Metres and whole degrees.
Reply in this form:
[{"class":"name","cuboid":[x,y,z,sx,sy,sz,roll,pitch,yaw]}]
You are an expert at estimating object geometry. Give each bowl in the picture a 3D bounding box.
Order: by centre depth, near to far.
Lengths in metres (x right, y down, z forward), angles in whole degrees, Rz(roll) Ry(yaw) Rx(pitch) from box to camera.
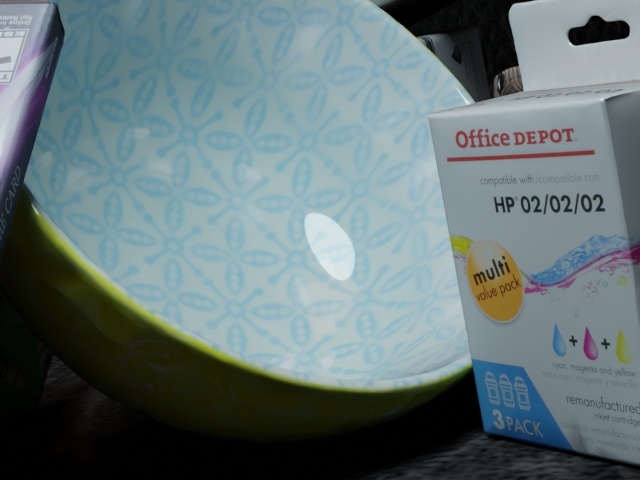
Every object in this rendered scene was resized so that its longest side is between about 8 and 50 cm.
[{"class":"bowl","cuboid":[-0.056,-0.007,0.674,0.289,0.289,0.156,-19,-25,-44]}]

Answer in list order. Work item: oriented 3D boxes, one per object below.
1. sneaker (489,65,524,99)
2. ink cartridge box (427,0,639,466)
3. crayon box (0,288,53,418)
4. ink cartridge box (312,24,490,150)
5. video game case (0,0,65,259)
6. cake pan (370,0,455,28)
[{"class":"sneaker","cuboid":[0.245,-0.084,1.111,0.153,0.094,0.235,14,-5,-29]},{"class":"ink cartridge box","cuboid":[0.105,-0.008,0.549,0.062,0.181,0.104,-16,10,-33]},{"class":"crayon box","cuboid":[-0.237,0.032,0.667,0.165,0.081,0.278,15,-4,3]},{"class":"ink cartridge box","cuboid":[0.045,-0.044,0.885,0.100,0.172,0.237,-8,9,22]},{"class":"video game case","cuboid":[-0.212,0.013,0.474,0.196,0.026,0.274,0,49,6]},{"class":"cake pan","cuboid":[0.000,-0.159,0.941,0.293,0.054,0.293,-25,2,1]}]
